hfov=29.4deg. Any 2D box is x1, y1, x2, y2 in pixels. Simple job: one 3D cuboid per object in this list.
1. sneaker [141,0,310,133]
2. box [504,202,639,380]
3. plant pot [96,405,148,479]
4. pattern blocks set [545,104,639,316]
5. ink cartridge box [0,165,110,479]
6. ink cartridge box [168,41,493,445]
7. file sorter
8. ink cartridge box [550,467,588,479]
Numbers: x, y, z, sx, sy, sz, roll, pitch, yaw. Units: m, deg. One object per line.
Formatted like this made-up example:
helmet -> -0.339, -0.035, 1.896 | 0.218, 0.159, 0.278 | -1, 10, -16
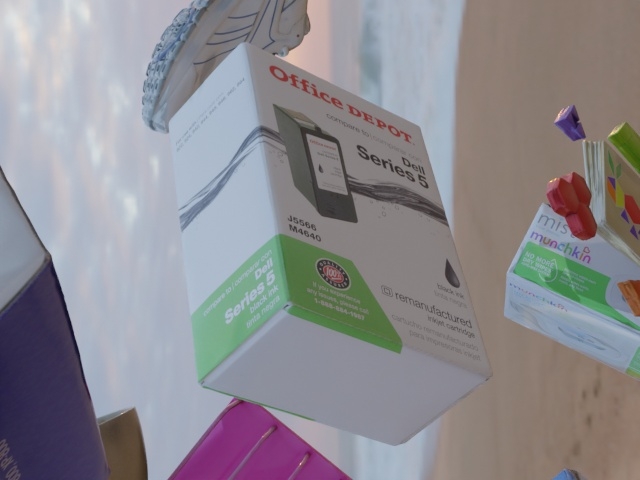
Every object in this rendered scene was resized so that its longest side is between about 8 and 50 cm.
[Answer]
sneaker -> -0.084, -0.230, 1.323 | 0.297, 0.129, 0.111 | -52, 23, 3
box -> 0.404, 0.081, 1.717 | 0.126, 0.262, 0.231 | -61, -14, -12
plant pot -> -0.339, 0.355, 1.575 | 0.284, 0.284, 0.191 | 55, -167, -89
pattern blocks set -> 0.379, -0.029, 1.492 | 0.325, 0.026, 0.285 | 45, -140, -25
ink cartridge box -> -0.158, -0.012, 0.463 | 0.371, 0.069, 0.175 | 58, 161, 27
ink cartridge box -> 0.000, 0.000, 0.957 | 0.115, 0.198, 0.273 | -43, 41, 32
file sorter -> -0.081, 0.399, 1.812 | 0.202, 0.291, 0.182 | -52, -5, 3
ink cartridge box -> 0.062, 0.326, 0.556 | 0.395, 0.270, 0.151 | -42, 17, 26
